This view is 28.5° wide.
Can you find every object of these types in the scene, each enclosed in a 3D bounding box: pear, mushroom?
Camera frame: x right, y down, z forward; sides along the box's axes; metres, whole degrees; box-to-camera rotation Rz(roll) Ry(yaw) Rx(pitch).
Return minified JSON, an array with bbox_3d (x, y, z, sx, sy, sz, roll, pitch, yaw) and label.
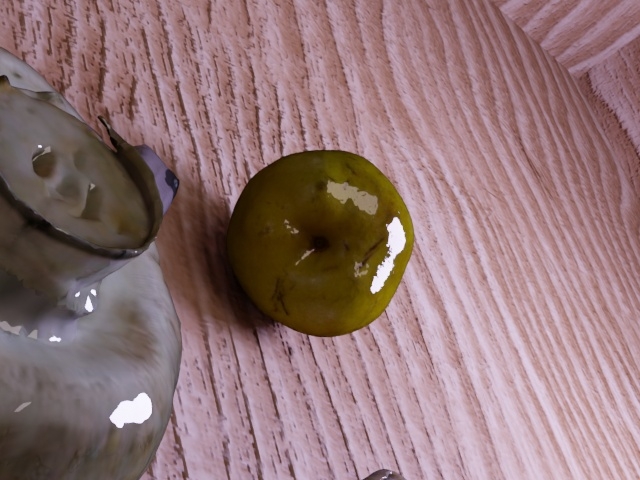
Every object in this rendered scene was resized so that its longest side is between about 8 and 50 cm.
[{"bbox_3d":[0.000,0.000,1.278,0.200,0.200,0.200,42,26,-27],"label":"pear"},{"bbox_3d":[-0.223,0.020,0.729,0.352,0.260,0.352,36,29,-24],"label":"mushroom"}]

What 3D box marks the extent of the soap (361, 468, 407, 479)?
[{"bbox_3d":[0.029,0.345,0.902,0.293,0.156,0.335,54,23,9],"label":"soap"}]

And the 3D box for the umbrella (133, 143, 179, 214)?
[{"bbox_3d":[-0.189,0.013,1.042,0.073,0.067,0.337,38,27,-11],"label":"umbrella"}]
